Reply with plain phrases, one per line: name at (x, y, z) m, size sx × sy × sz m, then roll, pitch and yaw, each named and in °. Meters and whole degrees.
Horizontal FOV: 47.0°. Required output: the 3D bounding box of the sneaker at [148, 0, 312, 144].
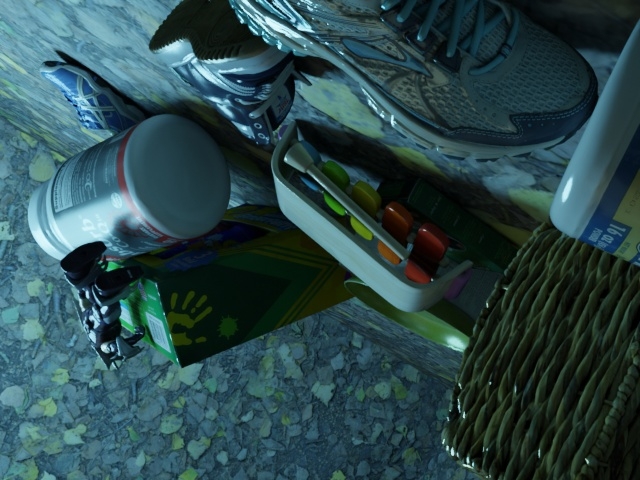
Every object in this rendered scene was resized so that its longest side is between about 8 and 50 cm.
sneaker at (-0.054, -0.164, 0.705) m, size 0.153 × 0.099 × 0.282 m, roll 40°, pitch 172°, yaw -31°

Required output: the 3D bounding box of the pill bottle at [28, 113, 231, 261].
pill bottle at (-0.348, -0.075, 1.302) m, size 0.362 × 0.210 × 0.210 m, roll -14°, pitch 142°, yaw 40°

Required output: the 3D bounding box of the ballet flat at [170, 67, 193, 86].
ballet flat at (-0.142, -0.205, 0.923) m, size 0.114 × 0.041 × 0.041 m, roll 30°, pitch 170°, yaw -1°

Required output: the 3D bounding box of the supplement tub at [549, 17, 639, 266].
supplement tub at (0.249, -0.033, 0.412) m, size 0.199 × 0.144 × 0.144 m, roll 26°, pitch 169°, yaw 16°

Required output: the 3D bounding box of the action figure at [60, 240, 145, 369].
action figure at (-0.375, 0.116, 1.287) m, size 0.185 × 0.099 × 0.285 m, roll 46°, pitch 149°, yaw 15°

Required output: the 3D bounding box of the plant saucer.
plant saucer at (0.150, 0.107, 1.135) m, size 0.240 × 0.037 × 0.241 m, roll 28°, pitch 168°, yaw 6°

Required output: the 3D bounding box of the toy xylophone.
toy xylophone at (0.052, -0.028, 0.941) m, size 0.322 × 0.081 × 0.236 m, roll 42°, pitch 166°, yaw 6°

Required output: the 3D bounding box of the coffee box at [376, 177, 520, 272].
coffee box at (0.167, -0.019, 0.994) m, size 0.184 × 0.040 × 0.113 m, roll 33°, pitch 170°, yaw -19°

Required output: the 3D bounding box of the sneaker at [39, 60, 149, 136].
sneaker at (-0.409, -0.244, 1.316) m, size 0.211 × 0.081 × 0.080 m, roll 35°, pitch 168°, yaw -32°

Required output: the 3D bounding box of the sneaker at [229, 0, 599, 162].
sneaker at (0.053, -0.149, 0.486) m, size 0.283 × 0.110 × 0.122 m, roll 27°, pitch 166°, yaw 8°

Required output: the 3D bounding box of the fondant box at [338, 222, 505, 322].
fondant box at (0.225, 0.095, 1.244) m, size 0.330 × 0.096 × 0.238 m, roll 36°, pitch 167°, yaw -31°

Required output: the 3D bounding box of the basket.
basket at (0.284, 0.136, 0.706) m, size 0.223 × 0.299 × 0.213 m, roll 34°, pitch 169°, yaw -26°

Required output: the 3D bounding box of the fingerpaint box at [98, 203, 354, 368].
fingerpaint box at (-0.201, 0.058, 1.441) m, size 0.444 × 0.371 × 0.163 m, roll 12°, pitch 118°, yaw 60°
